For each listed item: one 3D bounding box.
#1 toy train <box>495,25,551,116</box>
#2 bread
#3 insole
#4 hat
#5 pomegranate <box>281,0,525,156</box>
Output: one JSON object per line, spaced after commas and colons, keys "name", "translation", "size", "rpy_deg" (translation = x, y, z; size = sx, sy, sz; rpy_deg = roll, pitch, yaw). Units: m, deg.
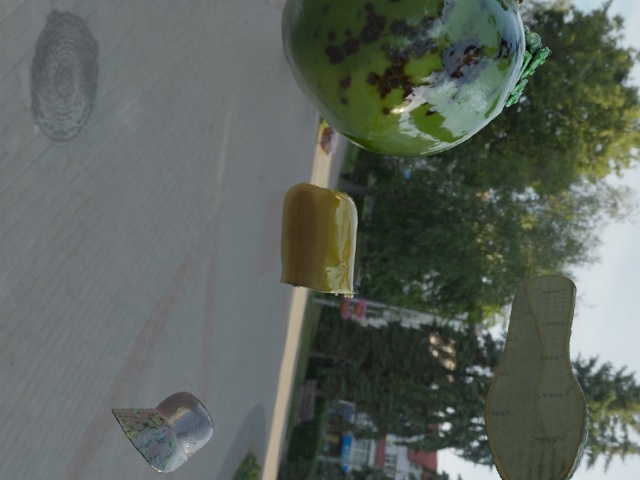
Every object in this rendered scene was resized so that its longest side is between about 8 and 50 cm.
{"name": "toy train", "translation": [0.351, -0.310, 1.170], "size": [0.119, 0.085, 0.251], "rpy_deg": [-40, 168, -6]}
{"name": "bread", "translation": [0.002, 0.000, 0.929], "size": [0.085, 0.134, 0.173], "rpy_deg": [1, 96, -44]}
{"name": "insole", "translation": [0.269, 0.156, 0.748], "size": [0.009, 0.119, 0.348], "rpy_deg": [61, 36, -27]}
{"name": "hat", "translation": [-0.105, 0.129, 0.427], "size": [0.042, 0.058, 0.087], "rpy_deg": [-47, 150, -5]}
{"name": "pomegranate", "translation": [0.093, -0.207, 0.599], "size": [0.271, 0.254, 0.254], "rpy_deg": [-28, -145, 38]}
